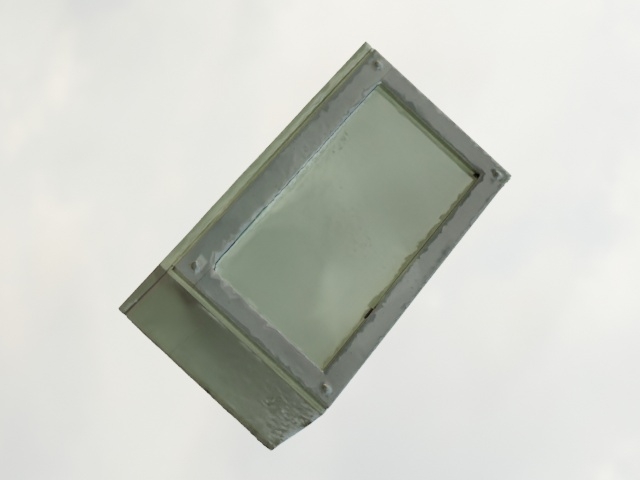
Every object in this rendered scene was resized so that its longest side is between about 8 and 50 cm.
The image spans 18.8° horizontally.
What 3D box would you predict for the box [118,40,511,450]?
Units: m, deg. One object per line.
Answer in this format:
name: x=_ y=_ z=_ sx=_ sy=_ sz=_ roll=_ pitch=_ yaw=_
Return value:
box: x=0.000 y=0.000 z=1.197 sx=0.225 sy=0.129 sz=0.086 roll=-50 pitch=-176 yaw=-34
